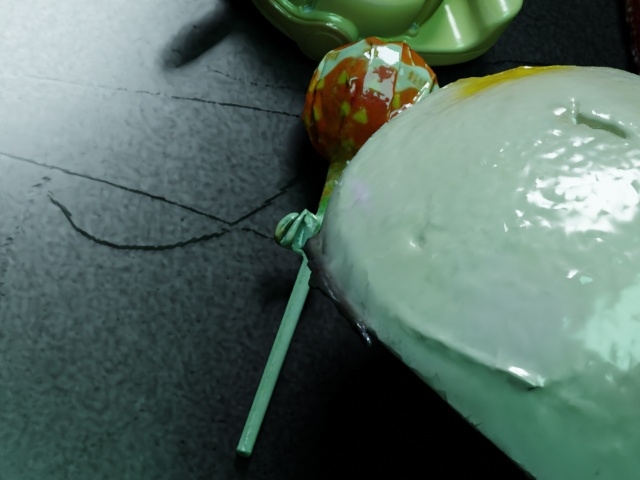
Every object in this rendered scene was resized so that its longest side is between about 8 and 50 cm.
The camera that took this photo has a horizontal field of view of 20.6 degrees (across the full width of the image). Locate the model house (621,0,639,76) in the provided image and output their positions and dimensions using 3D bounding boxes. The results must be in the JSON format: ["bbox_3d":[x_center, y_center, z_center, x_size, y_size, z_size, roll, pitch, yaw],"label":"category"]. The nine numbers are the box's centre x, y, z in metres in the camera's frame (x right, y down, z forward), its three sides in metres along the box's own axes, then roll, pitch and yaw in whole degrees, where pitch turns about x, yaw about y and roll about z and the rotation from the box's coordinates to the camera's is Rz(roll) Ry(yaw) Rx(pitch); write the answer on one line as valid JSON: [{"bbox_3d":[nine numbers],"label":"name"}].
[{"bbox_3d":[0.391,-0.141,1.179,0.297,0.282,0.317,11,61,-19],"label":"model house"}]

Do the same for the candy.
[{"bbox_3d":[-0.001,0.000,1.065,0.078,0.084,0.287,23,67,-7],"label":"candy"}]

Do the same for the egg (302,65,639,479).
[{"bbox_3d":[0.171,0.025,0.953,0.337,0.201,0.337,33,15,-10],"label":"egg"}]

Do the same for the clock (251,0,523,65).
[{"bbox_3d":[0.012,-0.198,1.160,0.232,0.069,0.170,-6,67,-27],"label":"clock"}]
